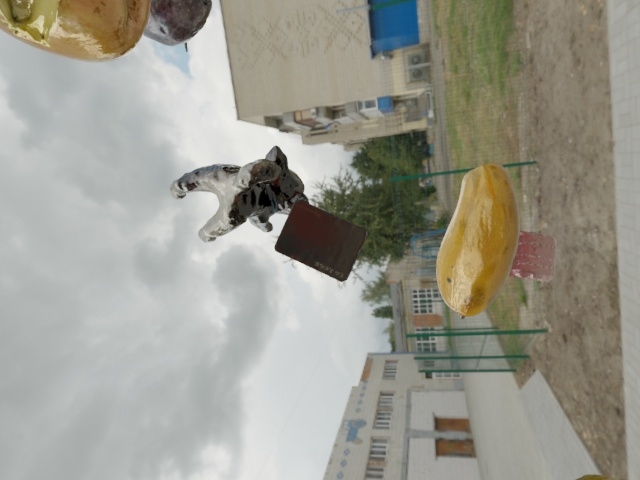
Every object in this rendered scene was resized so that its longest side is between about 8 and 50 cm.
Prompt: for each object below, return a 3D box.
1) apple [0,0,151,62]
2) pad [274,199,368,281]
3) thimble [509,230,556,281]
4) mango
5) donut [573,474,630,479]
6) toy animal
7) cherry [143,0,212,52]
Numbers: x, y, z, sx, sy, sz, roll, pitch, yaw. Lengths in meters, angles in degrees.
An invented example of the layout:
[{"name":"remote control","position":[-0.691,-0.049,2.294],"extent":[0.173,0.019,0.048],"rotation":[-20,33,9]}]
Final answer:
[{"name":"apple","position":[-0.277,-0.284,0.448],"extent":[0.199,0.198,0.200],"rotation":[-5,-90,-76]},{"name":"pad","position":[0.000,0.000,0.808],"extent":[0.003,0.157,0.112],"rotation":[30,-96,-83]},{"name":"thimble","position":[0.536,0.042,1.151],"extent":[0.163,0.189,0.125],"rotation":[14,-96,-58]},{"name":"mango","position":[0.353,0.007,0.951],"extent":[0.187,0.143,0.360],"rotation":[-122,36,-64]},{"name":"donut","position":[0.435,0.399,0.502],"extent":[0.208,0.261,0.129],"rotation":[-12,-75,-68]},{"name":"toy animal","position":[-0.152,-0.124,1.081],"extent":[0.344,0.302,0.195],"rotation":[-17,-96,-55]},{"name":"cherry","position":[-0.321,-0.498,0.860],"extent":[0.195,0.194,0.196],"rotation":[-5,-90,-76]}]
